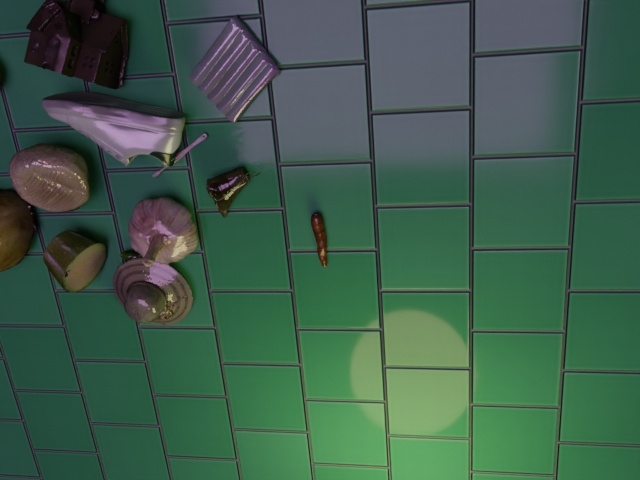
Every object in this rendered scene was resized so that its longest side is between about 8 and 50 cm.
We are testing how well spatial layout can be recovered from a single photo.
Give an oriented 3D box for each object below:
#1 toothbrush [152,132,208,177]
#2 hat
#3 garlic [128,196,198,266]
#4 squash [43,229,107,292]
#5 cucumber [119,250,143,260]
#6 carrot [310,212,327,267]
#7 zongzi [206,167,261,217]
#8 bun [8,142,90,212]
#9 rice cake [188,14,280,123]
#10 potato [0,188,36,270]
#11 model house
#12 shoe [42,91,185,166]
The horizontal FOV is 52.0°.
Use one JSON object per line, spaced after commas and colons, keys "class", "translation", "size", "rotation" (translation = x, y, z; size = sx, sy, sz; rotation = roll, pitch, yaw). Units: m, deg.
{"class": "toothbrush", "translation": [-0.380, -0.227, 1.766], "size": [0.204, 0.022, 0.017], "rotation": [-33, 113, 20]}
{"class": "hat", "translation": [-0.503, 0.177, 1.891], "size": [0.252, 0.110, 0.252], "rotation": [5, 123, 8]}
{"class": "garlic", "translation": [-0.446, -0.002, 1.764], "size": [0.199, 0.226, 0.199], "rotation": [4, 119, 7]}
{"class": "squash", "translation": [-0.706, 0.051, 1.873], "size": [0.123, 0.170, 0.170], "rotation": [35, 115, 7]}
{"class": "cucumber", "translation": [-0.505, 0.048, 1.897], "size": [0.155, 0.037, 0.037], "rotation": [3, 113, 9]}
{"class": "carrot", "translation": [0.002, 0.000, 1.787], "size": [0.035, 0.036, 0.165], "rotation": [-6, 114, 13]}
{"class": "zongzi", "translation": [-0.218, -0.134, 1.773], "size": [0.154, 0.062, 0.130], "rotation": [-21, 129, 2]}
{"class": "bun", "translation": [-0.731, -0.179, 1.787], "size": [0.220, 0.134, 0.220], "rotation": [1, 140, 1]}
{"class": "rice cake", "translation": [-0.217, -0.423, 1.644], "size": [0.198, 0.037, 0.189], "rotation": [-38, 101, 22]}
{"class": "potato", "translation": [-0.967, -0.007, 1.865], "size": [0.285, 0.242, 0.242], "rotation": [-32, 104, 24]}
{"class": "model house", "translation": [-0.591, -0.521, 1.598], "size": [0.211, 0.204, 0.243], "rotation": [17, 98, 3]}
{"class": "shoe", "translation": [-0.539, -0.283, 1.714], "size": [0.362, 0.132, 0.160], "rotation": [10, 113, -2]}
